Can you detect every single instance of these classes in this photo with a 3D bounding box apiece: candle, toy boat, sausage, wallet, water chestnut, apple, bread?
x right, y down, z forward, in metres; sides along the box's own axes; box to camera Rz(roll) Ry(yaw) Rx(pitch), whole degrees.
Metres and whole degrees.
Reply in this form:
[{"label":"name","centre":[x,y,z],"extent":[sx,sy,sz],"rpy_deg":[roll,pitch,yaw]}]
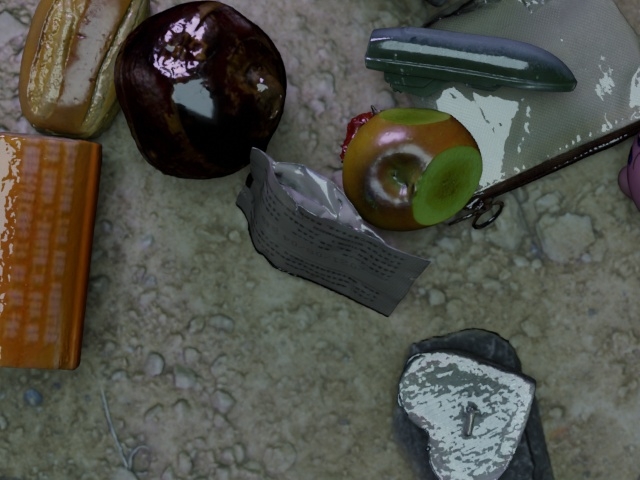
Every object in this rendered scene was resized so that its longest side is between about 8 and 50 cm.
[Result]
[{"label":"candle","centre":[0.195,0.213,1.915],"extent":[0.168,0.068,0.192],"rpy_deg":[-24,89,6]},{"label":"toy boat","centre":[0.184,-0.209,1.856],"extent":[0.261,0.078,0.085],"rpy_deg":[8,114,5]},{"label":"sausage","centre":[-0.398,0.006,1.883],"extent":[0.233,0.233,0.287],"rpy_deg":[7,89,4]},{"label":"wallet","centre":[0.264,-0.196,1.925],"extent":[0.335,0.068,0.274],"rpy_deg":[-26,89,-1]},{"label":"water chestnut","centre":[-0.155,-0.187,1.886],"extent":[0.224,0.238,0.223],"rpy_deg":[6,79,-37]},{"label":"apple","centre":[0.107,-0.082,1.840],"extent":[0.163,0.147,0.146],"rpy_deg":[11,106,23]},{"label":"bread","centre":[-0.304,-0.244,1.943],"extent":[0.140,0.106,0.236],"rpy_deg":[16,91,2]}]

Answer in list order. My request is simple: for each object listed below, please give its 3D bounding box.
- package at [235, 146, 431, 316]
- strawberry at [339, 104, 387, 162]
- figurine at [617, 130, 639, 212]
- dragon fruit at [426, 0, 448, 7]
[{"label":"package","centre":[0.000,0.000,1.871],"extent":[0.251,0.204,0.062],"rpy_deg":[35,68,3]},{"label":"strawberry","centre":[0.076,-0.099,1.944],"extent":[0.104,0.048,0.152],"rpy_deg":[-2,104,-3]},{"label":"figurine","centre":[0.458,-0.084,1.858],"extent":[0.173,0.173,0.173],"rpy_deg":[0,89,4]},{"label":"dragon fruit","centre":[0.104,-0.452,1.872],"extent":[0.283,0.204,0.221],"rpy_deg":[41,91,3]}]
